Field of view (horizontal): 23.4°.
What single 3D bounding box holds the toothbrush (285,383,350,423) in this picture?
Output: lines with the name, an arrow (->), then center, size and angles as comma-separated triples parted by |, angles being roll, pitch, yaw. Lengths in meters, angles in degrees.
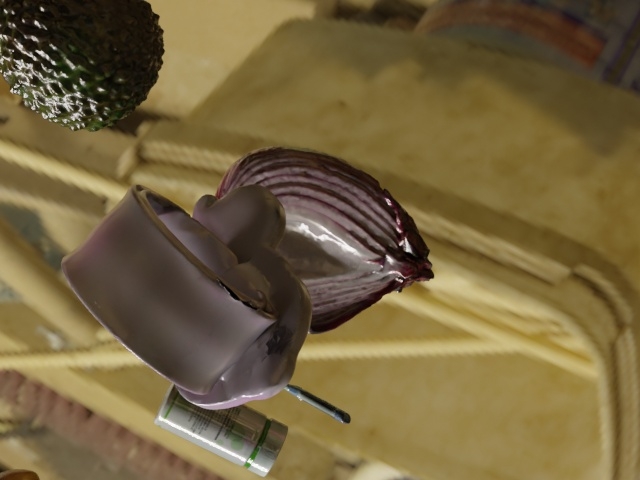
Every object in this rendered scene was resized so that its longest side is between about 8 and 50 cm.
toothbrush -> -0.025, 0.206, 2.072 | 0.219, 0.019, 0.016 | 22, 111, 54

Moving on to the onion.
onion -> 0.000, 0.000, 1.870 | 0.284, 0.120, 0.227 | 14, 108, -9

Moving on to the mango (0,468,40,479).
mango -> -0.425, 0.368, 1.909 | 0.102, 0.217, 0.141 | 45, 180, 21

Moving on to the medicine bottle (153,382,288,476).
medicine bottle -> -0.147, 0.271, 2.273 | 0.183, 0.086, 0.086 | 27, 145, -6

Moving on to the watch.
watch -> -0.133, 0.029, 1.464 | 0.217, 0.211, 0.248 | 38, -171, -48

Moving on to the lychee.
lychee -> -0.233, -0.183, 1.454 | 0.171, 0.171, 0.171 | 20, 143, 16
